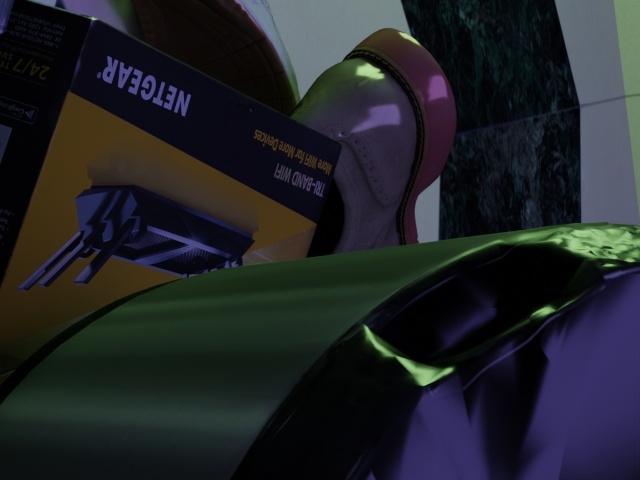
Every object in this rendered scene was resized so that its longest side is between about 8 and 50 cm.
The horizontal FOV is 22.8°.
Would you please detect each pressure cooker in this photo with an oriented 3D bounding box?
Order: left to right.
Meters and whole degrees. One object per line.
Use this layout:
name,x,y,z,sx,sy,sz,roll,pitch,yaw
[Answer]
pressure cooker,0.023,0.184,0.657,0.375,0.420,0.370,-41,107,-27

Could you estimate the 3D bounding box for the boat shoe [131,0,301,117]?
boat shoe,-0.080,-0.180,1.090,0.277,0.098,0.096,61,32,-42

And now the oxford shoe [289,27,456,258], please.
oxford shoe,0.000,0.000,1.168,0.130,0.123,0.348,-33,148,-30

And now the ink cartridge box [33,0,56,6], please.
ink cartridge box,-0.194,-0.232,0.840,0.158,0.092,0.218,54,39,-49

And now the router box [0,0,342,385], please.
router box,-0.115,0.021,0.876,0.309,0.081,0.243,18,90,-65

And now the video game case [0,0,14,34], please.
video game case,-0.234,-0.227,0.679,0.274,0.026,0.196,30,54,-32
